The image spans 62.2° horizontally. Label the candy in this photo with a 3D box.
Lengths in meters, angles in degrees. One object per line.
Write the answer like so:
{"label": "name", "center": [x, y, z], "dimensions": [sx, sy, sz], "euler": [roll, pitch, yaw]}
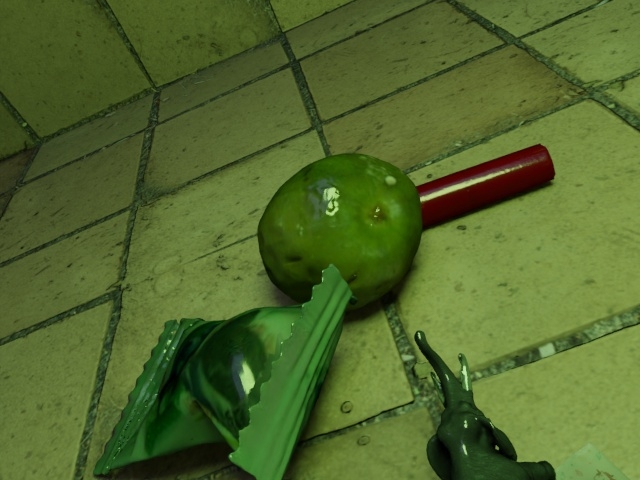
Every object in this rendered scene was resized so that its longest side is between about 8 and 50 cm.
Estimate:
{"label": "candy", "center": [-0.148, 0.189, 0.708], "dimensions": [0.398, 0.172, 0.262], "euler": [-13, 33, 36]}

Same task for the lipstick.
{"label": "lipstick", "center": [0.233, -0.080, 0.869], "dimensions": [0.280, 0.073, 0.073], "euler": [-19, 38, 8]}

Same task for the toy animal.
{"label": "toy animal", "center": [0.161, 0.220, 0.498], "dimensions": [0.082, 0.137, 0.269], "euler": [-34, 43, 22]}

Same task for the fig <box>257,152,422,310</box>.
{"label": "fig", "center": [0.016, 0.015, 0.820], "dimensions": [0.233, 0.314, 0.233], "euler": [11, 51, -14]}

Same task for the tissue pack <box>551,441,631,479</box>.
{"label": "tissue pack", "center": [0.276, 0.248, 0.497], "dimensions": [0.056, 0.023, 0.108], "euler": [-34, 37, -7]}
